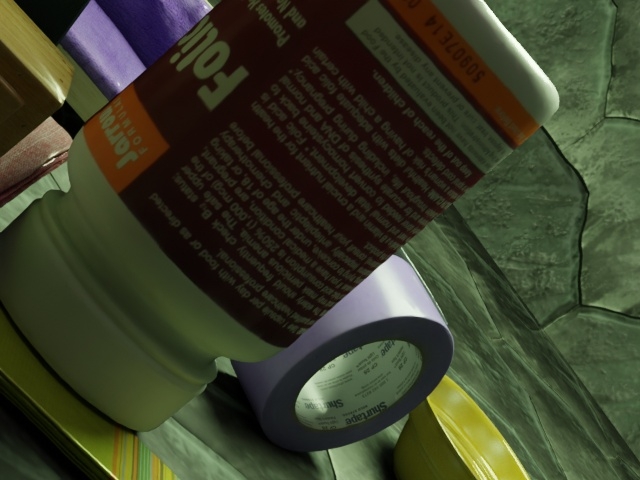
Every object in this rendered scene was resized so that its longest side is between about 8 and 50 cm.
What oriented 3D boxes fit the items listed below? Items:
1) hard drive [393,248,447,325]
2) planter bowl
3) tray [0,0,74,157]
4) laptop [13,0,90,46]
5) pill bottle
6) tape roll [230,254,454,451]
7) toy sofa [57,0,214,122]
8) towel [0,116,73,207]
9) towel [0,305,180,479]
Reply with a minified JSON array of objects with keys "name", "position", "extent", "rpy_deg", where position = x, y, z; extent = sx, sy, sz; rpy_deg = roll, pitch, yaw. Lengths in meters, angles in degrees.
[{"name":"hard drive","position":[-0.011,0.028,1.679],"extent":[0.255,0.172,0.054],"rpy_deg":[53,-4,3]},{"name":"planter bowl","position":[0.140,0.245,1.771],"extent":[0.217,0.090,0.217],"rpy_deg":[48,14,-16]},{"name":"tray","position":[-0.352,-0.173,0.937],"extent":[0.411,0.203,0.076],"rpy_deg":[48,15,-19]},{"name":"laptop","position":[-0.279,-0.326,1.458],"extent":[0.234,0.136,0.264],"rpy_deg":[31,50,-37]},{"name":"pill bottle","position":[-0.041,-0.055,1.242],"extent":[0.224,0.392,0.224],"rpy_deg":[48,7,-8]},{"name":"tape roll","position":[0.019,0.102,1.520],"extent":[0.189,0.189,0.080],"rpy_deg":[35,21,-53]},{"name":"toy sofa","position":[-0.203,-0.204,1.606],"extent":[0.362,0.177,0.150],"rpy_deg":[50,14,-11]},{"name":"towel","position":[-0.331,-0.153,1.205],"extent":[0.329,0.037,0.237],"rpy_deg":[51,28,-5]},{"name":"towel","position":[-0.172,0.127,1.180],"extent":[0.237,0.021,0.102],"rpy_deg":[47,8,-17]}]
